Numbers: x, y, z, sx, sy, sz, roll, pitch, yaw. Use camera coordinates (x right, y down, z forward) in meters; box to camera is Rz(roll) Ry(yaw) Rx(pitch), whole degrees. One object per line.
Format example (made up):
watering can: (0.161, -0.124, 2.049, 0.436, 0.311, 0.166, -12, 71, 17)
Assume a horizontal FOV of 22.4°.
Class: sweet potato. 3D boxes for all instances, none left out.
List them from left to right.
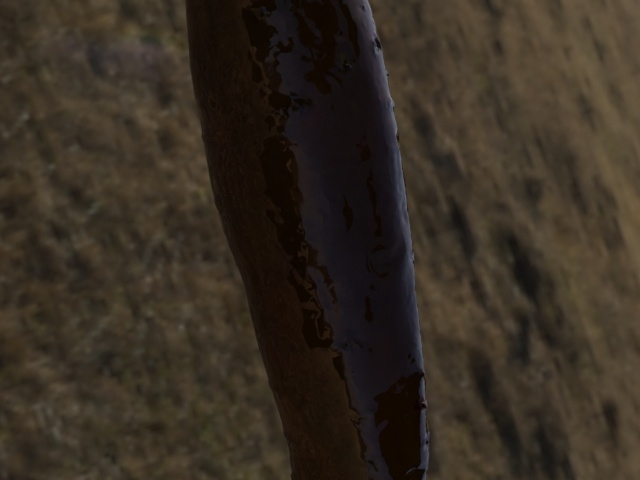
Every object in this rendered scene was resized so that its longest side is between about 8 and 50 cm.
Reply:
sweet potato: (-0.001, 0.000, 0.440, 0.057, 0.057, 0.264, -39, 120, -74)
